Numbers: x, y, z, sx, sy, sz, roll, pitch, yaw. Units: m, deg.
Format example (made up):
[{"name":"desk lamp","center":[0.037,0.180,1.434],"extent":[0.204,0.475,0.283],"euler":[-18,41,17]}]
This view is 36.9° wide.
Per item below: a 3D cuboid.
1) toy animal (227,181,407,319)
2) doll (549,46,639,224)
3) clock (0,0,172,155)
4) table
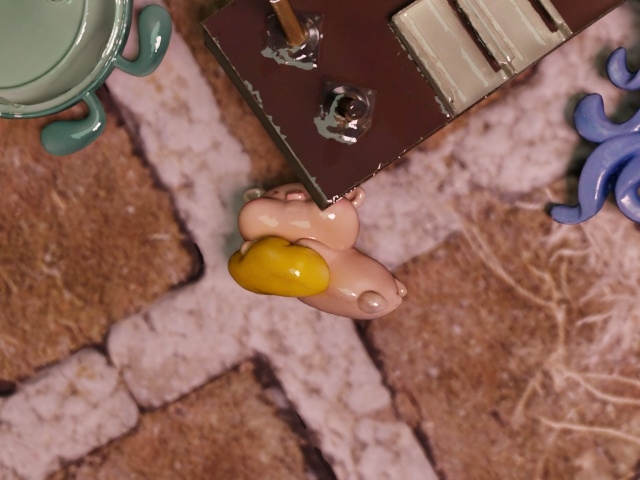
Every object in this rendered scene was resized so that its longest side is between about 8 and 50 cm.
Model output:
[{"name":"toy animal","center":[0.000,0.000,0.577],"extent":[0.114,0.091,0.082],"euler":[15,83,8]},{"name":"doll","center":[0.211,-0.080,0.550],"extent":[0.110,0.067,0.206],"euler":[43,110,11]},{"name":"clock","center":[-0.189,-0.151,0.600],"extent":[0.188,0.060,0.148],"euler":[40,99,2]},{"name":"table","center":[0.068,-0.136,0.509],"extent":[0.240,0.111,0.121],"euler":[-35,89,-7]}]
